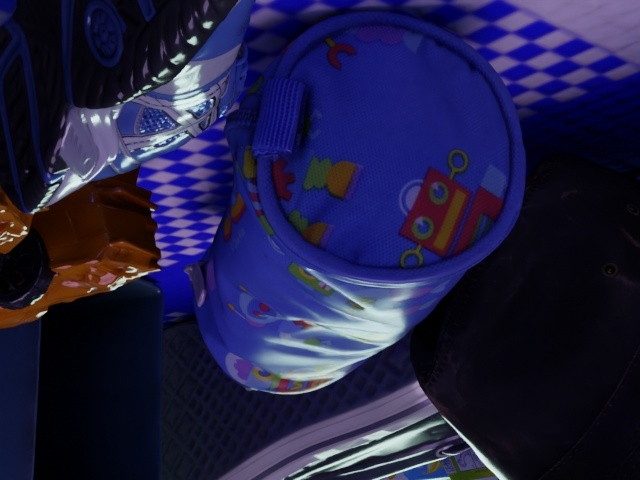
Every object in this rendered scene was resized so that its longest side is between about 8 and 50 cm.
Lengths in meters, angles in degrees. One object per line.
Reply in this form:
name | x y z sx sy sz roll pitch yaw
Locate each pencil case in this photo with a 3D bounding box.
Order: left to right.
pencil case | 0.000 0.000 0.572 0.133 0.119 0.306 10 161 -8

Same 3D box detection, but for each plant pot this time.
plant pot | -0.257 0.109 0.785 0.234 0.166 0.165 -6 164 18

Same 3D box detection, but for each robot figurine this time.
robot figurine | -0.243 0.008 0.569 0.291 0.085 0.211 -12 162 18

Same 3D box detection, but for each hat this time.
hat | 0.129 0.044 0.594 0.134 0.331 0.331 31 157 -4

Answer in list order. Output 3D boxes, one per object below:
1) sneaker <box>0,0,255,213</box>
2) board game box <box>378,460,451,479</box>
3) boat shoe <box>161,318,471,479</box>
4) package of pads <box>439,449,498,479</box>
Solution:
sneaker | -0.062 -0.080 0.387 0.081 0.080 0.211 -21 175 -34
board game box | 0.087 0.240 1.367 0.275 0.142 0.144 -6 163 0
boat shoe | -0.020 0.139 0.914 0.156 0.187 0.500 25 142 -38
package of pads | 0.268 0.124 0.922 0.296 0.101 0.229 -30 175 -23
